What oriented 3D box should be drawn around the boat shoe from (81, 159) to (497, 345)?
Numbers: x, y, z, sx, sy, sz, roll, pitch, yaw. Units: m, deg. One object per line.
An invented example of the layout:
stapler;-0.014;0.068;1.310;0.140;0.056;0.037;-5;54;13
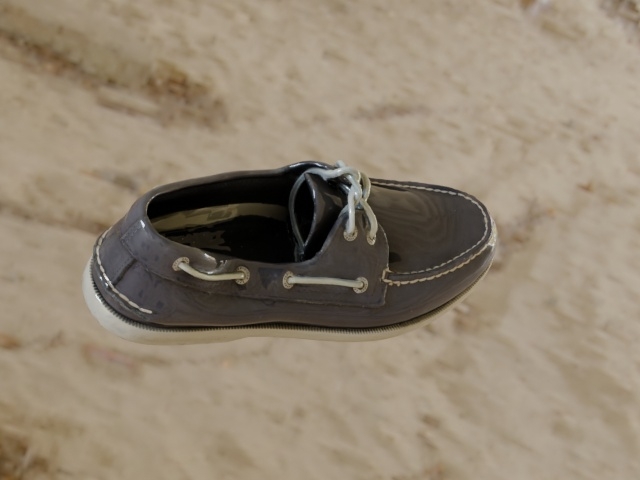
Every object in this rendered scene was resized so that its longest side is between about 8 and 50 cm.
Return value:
boat shoe;0.000;0.000;0.705;0.206;0.065;0.075;-7;56;-29
